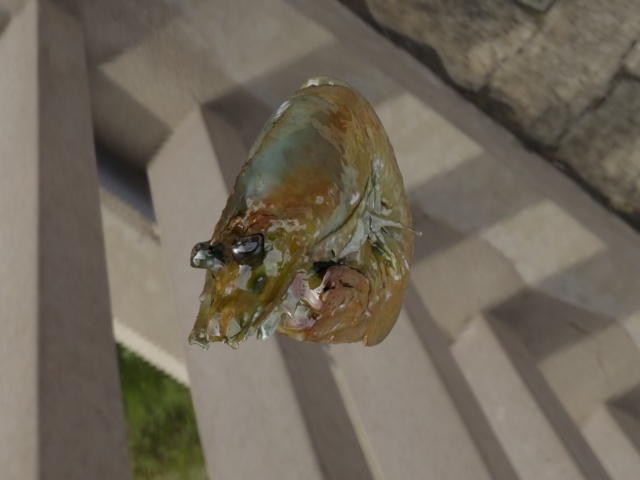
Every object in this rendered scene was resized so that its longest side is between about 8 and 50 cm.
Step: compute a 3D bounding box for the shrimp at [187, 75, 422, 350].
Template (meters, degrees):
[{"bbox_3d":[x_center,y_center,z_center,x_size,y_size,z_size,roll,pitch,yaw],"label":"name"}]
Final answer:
[{"bbox_3d":[0.002,0.000,0.751,0.051,0.217,0.115,-24,102,24],"label":"shrimp"}]
